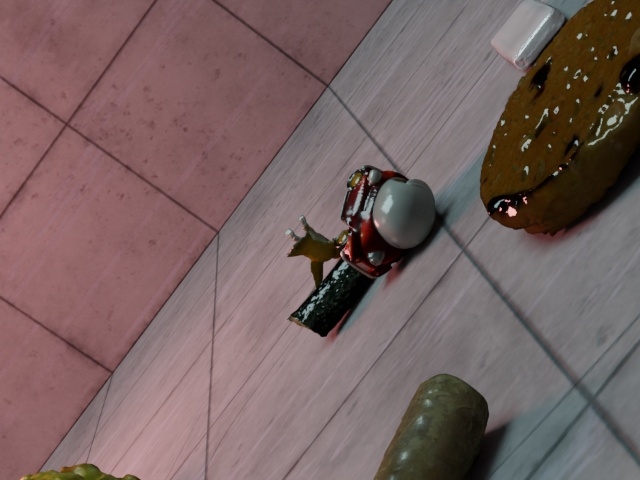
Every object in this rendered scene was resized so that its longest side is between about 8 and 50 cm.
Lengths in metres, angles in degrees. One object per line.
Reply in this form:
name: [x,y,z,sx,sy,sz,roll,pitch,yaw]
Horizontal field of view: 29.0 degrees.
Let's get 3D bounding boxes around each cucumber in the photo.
cucumber: [0.046,0.035,1.643,0.214,0.058,0.052,-53,4,-7]

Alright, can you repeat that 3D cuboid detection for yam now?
yam: [0.042,0.256,0.909,0.081,0.081,0.356,-40,16,52]

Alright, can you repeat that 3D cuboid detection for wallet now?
wallet: [0.282,-0.287,1.697,0.095,0.033,0.190,-50,12,13]

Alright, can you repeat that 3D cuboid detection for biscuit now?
biscuit: [0.260,-0.131,1.185,0.296,0.075,0.296,-52,16,21]

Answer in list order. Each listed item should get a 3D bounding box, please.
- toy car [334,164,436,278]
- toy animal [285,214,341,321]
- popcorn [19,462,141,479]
toy car: [0.092,-0.026,1.548,0.112,0.112,0.139,-8,55,54]
toy animal: [0.000,0.000,1.855,0.219,0.095,0.155,-50,15,14]
popcorn: [-0.376,0.437,1.867,0.252,0.205,0.237,-25,-13,-16]
